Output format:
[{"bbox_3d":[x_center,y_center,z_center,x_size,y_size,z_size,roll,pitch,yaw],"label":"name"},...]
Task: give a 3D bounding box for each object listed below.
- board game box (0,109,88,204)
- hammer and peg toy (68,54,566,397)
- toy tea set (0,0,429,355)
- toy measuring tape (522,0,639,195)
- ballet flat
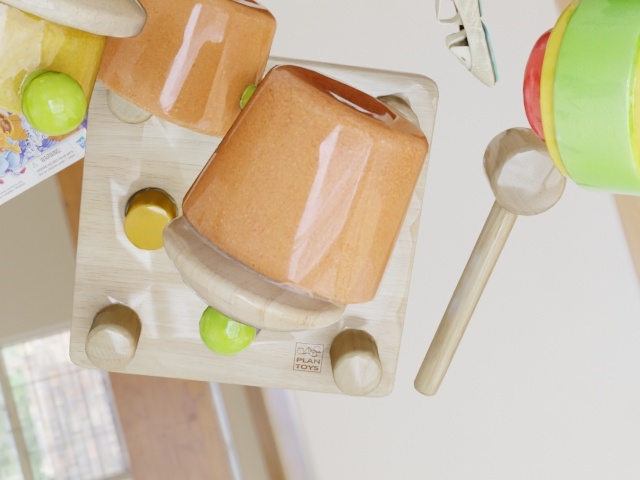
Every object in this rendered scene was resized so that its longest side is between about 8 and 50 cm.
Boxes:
[{"bbox_3d":[-0.465,-0.137,1.415,0.233,0.347,0.078,54,-161,-26],"label":"board game box"},{"bbox_3d":[0.000,0.000,0.887,0.127,0.361,0.266,-101,19,-75],"label":"hammer and peg toy"},{"bbox_3d":[-0.107,-0.060,0.469,0.336,0.200,0.124,46,115,49],"label":"toy tea set"},{"bbox_3d":[0.181,-0.025,0.664,0.121,0.121,0.330,-129,25,-63],"label":"toy measuring tape"},{"bbox_3d":[0.154,-0.235,1.280,0.057,0.052,0.168,-105,-3,-53],"label":"ballet flat"}]
